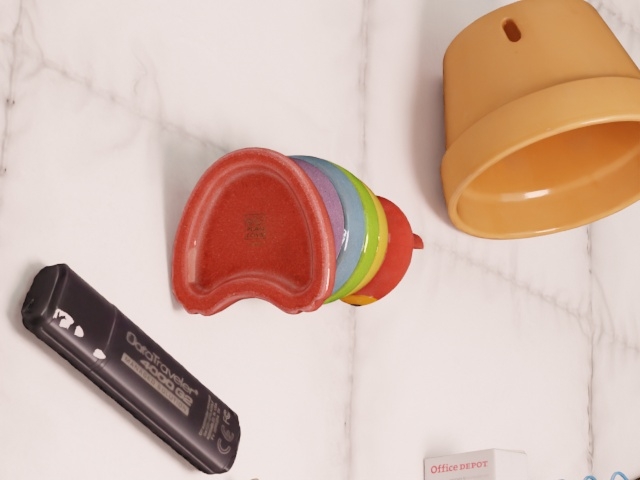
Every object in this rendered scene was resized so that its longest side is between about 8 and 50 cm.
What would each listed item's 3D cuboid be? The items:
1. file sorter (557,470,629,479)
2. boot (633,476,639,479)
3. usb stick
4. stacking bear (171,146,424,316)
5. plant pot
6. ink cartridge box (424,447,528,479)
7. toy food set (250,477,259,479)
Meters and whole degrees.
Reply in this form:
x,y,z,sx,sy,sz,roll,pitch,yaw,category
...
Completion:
x,y,z,sx,sy,sz,roll,pitch,yaw,category
0.292,0.347,2.023,0.104,0.170,0.118,49,45,-29,file sorter
0.483,0.392,2.334,0.213,0.077,0.165,-10,88,-48,boot
-0.169,0.122,1.593,0.278,0.045,0.077,45,41,-35,usb stick
0.000,0.000,1.766,0.289,0.175,0.164,9,80,-61,stacking bear
0.266,-0.155,2.069,0.291,0.291,0.203,15,51,-50,plant pot
0.174,0.311,1.928,0.063,0.109,0.150,14,68,-43,ink cartridge box
-0.105,0.316,1.634,0.192,0.038,0.132,-28,95,-47,toy food set
